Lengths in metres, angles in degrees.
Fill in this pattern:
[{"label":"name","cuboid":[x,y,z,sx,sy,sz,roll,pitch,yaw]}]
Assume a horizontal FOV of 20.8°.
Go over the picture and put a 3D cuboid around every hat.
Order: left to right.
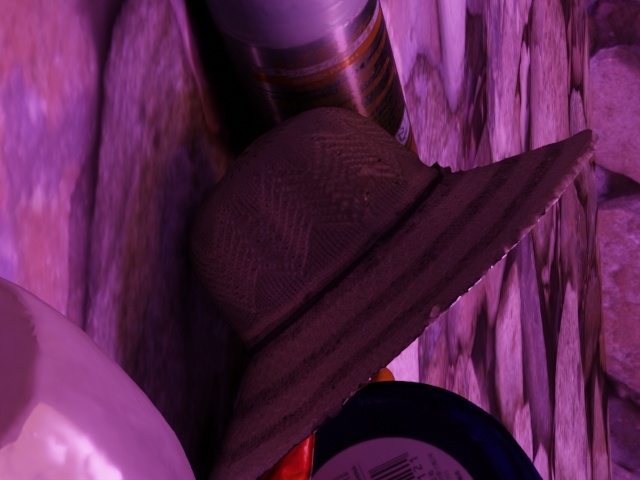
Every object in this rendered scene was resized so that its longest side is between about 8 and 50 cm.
[{"label":"hat","cuboid":[0.000,0.000,0.806,0.110,0.252,0.252,47,20,-2]}]

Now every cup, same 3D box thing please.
[{"label":"cup","cuboid":[0.098,0.171,0.944,0.256,0.255,0.178,57,12,-65]}]

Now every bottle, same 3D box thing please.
[{"label":"bottle","cuboid":[-0.001,-0.081,0.883,0.286,0.082,0.082,71,23,-54]}]

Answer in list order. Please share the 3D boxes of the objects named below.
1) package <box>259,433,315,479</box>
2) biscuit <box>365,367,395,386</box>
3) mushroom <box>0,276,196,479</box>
[{"label":"package","cuboid":[-0.037,0.169,0.771,0.083,0.022,0.200,-47,-158,50]},{"label":"biscuit","cuboid":[0.042,0.201,1.149,0.174,0.039,0.183,74,21,-52]},{"label":"mushroom","cuboid":[-0.087,0.136,0.525,0.159,0.122,0.328,-45,148,-15]}]
